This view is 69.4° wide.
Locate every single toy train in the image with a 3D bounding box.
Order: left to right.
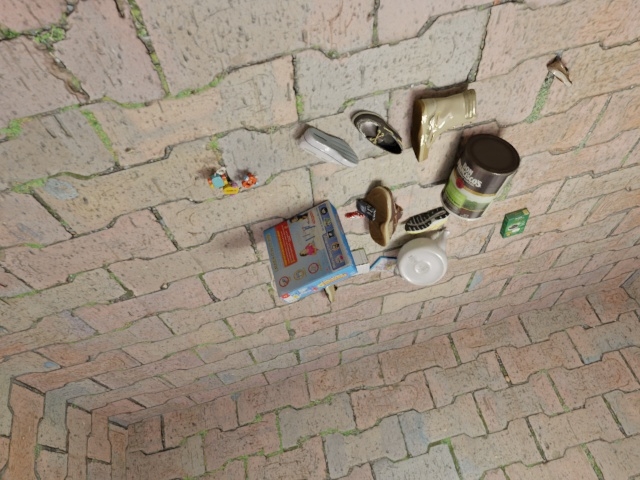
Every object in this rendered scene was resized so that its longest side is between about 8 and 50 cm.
[{"bbox_3d":[-0.295,-0.207,1.544,0.125,0.046,0.166,-39,145,29],"label":"toy train"}]

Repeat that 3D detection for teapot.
[{"bbox_3d":[0.483,0.082,2.218,0.256,0.187,0.252,3,123,9],"label":"teapot"}]

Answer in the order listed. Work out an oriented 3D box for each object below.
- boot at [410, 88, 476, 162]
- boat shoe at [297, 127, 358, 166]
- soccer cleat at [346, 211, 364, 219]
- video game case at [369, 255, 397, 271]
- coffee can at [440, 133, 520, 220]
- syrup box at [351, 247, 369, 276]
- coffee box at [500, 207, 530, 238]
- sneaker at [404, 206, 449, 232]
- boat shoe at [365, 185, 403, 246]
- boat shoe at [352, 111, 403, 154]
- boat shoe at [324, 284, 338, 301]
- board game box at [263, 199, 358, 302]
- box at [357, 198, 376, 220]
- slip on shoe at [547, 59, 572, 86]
[{"bbox_3d":[0.412,-0.382,1.553,0.204,0.095,0.261,-16,144,-4],"label":"boot"},{"bbox_3d":[0.025,-0.299,1.530,0.226,0.083,0.076,26,141,-33],"label":"boat shoe"},{"bbox_3d":[0.146,-0.102,1.919,0.084,0.029,0.035,-9,156,-6],"label":"soccer cleat"},{"bbox_3d":[0.341,0.122,2.359,0.167,0.015,0.119,5,142,-30],"label":"video game case"},{"bbox_3d":[0.598,-0.234,1.757,0.202,0.201,0.275,-8,147,-14],"label":"coffee can"},{"bbox_3d":[0.105,0.120,2.175,0.237,0.093,0.096,-14,148,-4],"label":"syrup box"},{"bbox_3d":[0.967,-0.084,2.303,0.113,0.040,0.184,-19,148,2],"label":"coffee box"},{"bbox_3d":[0.478,-0.072,2.064,0.209,0.081,0.094,-18,150,2],"label":"sneaker"},{"bbox_3d":[0.272,-0.115,1.899,0.123,0.123,0.341,-40,146,-20],"label":"boat shoe"},{"bbox_3d":[0.196,-0.350,1.522,0.228,0.068,0.081,17,135,-42],"label":"boat shoe"},{"bbox_3d":[0.060,0.262,2.404,0.072,0.068,0.190,-26,148,-6],"label":"boat shoe"},{"bbox_3d":[-0.046,0.042,1.790,0.302,0.308,0.086,-25,148,14],"label":"board game box"},{"bbox_3d":[0.185,-0.122,1.855,0.018,0.083,0.067,-43,155,-22],"label":"box"},{"bbox_3d":[0.796,-0.548,1.517,0.136,0.051,0.041,18,123,-34],"label":"slip on shoe"}]
